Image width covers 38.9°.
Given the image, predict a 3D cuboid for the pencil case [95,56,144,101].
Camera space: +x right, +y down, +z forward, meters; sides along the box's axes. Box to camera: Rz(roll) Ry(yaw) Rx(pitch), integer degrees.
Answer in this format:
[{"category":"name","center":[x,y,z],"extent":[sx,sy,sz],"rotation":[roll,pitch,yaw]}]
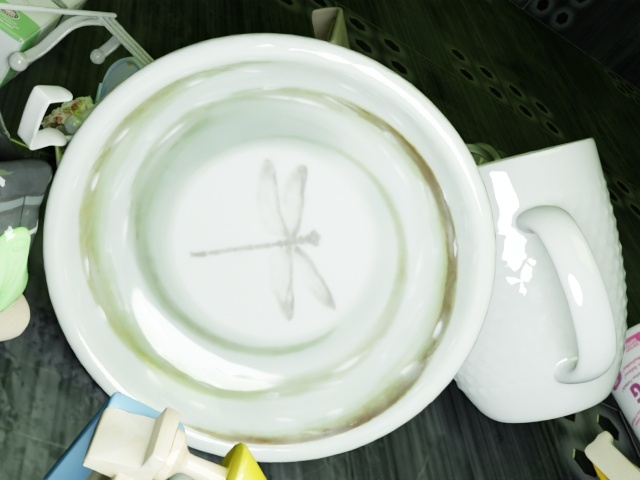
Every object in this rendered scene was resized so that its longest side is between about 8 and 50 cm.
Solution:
[{"category":"pencil case","center":[-0.158,-0.164,1.201],"extent":[0.273,0.113,0.124],"rotation":[4,27,-48]}]

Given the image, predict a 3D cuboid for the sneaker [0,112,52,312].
[{"category":"sneaker","center":[-0.380,-0.153,0.743],"extent":[0.483,0.202,0.185],"rotation":[45,28,9]}]

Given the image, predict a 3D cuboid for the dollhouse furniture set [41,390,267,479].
[{"category":"dollhouse furniture set","center":[-0.111,0.287,0.459],"extent":[0.198,0.303,0.286],"rotation":[31,31,-16]}]

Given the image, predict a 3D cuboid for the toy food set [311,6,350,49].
[{"category":"toy food set","center":[0.006,-0.217,1.383],"extent":[0.306,0.092,0.219],"rotation":[-81,160,-64]}]

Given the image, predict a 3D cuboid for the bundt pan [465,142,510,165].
[{"category":"bundt pan","center":[0.324,-0.048,1.600],"extent":[0.331,0.124,0.331],"rotation":[30,31,-20]}]

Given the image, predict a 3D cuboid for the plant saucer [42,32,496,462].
[{"category":"plant saucer","center":[-0.045,0.009,0.838],"extent":[0.400,0.400,0.100],"rotation":[36,15,-10]}]

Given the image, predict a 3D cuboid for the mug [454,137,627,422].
[{"category":"mug","center":[0.266,0.058,1.146],"extent":[0.374,0.276,0.328],"rotation":[-173,-112,-83]}]

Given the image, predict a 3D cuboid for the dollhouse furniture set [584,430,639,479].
[{"category":"dollhouse furniture set","center":[0.436,0.418,1.169],"extent":[0.197,0.151,0.301],"rotation":[43,4,-41]}]

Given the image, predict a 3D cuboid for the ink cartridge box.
[{"category":"ink cartridge box","center":[-0.401,-0.291,1.104],"extent":[0.160,0.092,0.219],"rotation":[35,29,-10]}]

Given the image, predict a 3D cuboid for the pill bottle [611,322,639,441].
[{"category":"pill bottle","center":[0.568,0.275,1.415],"extent":[0.160,0.160,0.283],"rotation":[17,37,-36]}]

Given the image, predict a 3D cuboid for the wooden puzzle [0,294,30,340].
[{"category":"wooden puzzle","center":[-0.392,0.003,0.767],"extent":[0.221,0.044,0.238],"rotation":[-6,52,-53]}]

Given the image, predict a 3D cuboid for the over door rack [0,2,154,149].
[{"category":"over door rack","center":[-0.256,-0.157,0.920],"extent":[0.239,0.108,0.324],"rotation":[45,17,19]}]

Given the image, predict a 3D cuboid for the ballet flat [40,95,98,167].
[{"category":"ballet flat","center":[-0.248,-0.064,1.015],"extent":[0.077,0.091,0.241],"rotation":[-19,56,-23]}]
